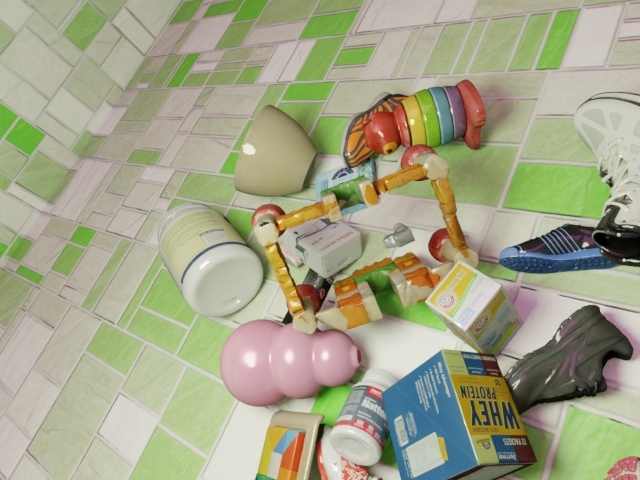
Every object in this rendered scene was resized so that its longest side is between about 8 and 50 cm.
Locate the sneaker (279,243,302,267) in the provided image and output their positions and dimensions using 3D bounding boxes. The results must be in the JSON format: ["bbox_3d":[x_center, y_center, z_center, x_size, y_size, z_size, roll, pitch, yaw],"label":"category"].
[{"bbox_3d":[-0.082,0.029,1.442,0.070,0.051,0.134,-42,39,-16],"label":"sneaker"}]

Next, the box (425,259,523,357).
[{"bbox_3d":[0.313,0.145,0.996,0.114,0.203,0.103,-50,47,-4],"label":"box"}]

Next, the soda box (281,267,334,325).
[{"bbox_3d":[-0.032,0.161,1.316,0.060,0.053,0.168,15,70,39],"label":"soda box"}]

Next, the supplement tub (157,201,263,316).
[{"bbox_3d":[-0.338,0.046,1.471,0.235,0.235,0.325,-45,47,0],"label":"supplement tub"}]

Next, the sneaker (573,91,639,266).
[{"bbox_3d":[0.601,-0.121,0.962,0.258,0.169,0.447,-25,50,-7],"label":"sneaker"}]

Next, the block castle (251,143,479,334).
[{"bbox_3d":[0.097,-0.003,1.122,0.454,0.302,0.213,-22,13,2],"label":"block castle"}]

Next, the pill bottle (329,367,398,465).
[{"bbox_3d":[0.100,0.358,1.029,0.108,0.107,0.180,-5,31,31],"label":"pill bottle"}]

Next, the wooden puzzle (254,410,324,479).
[{"bbox_3d":[-0.088,0.491,1.083,0.221,0.044,0.238,-26,41,56],"label":"wooden puzzle"}]

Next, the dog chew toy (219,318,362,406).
[{"bbox_3d":[-0.066,0.284,1.169,0.332,0.206,0.206,-8,57,20],"label":"dog chew toy"}]

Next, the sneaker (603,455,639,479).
[{"bbox_3d":[0.505,0.479,0.728,0.112,0.120,0.299,1,57,1],"label":"sneaker"}]

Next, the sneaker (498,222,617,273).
[{"bbox_3d":[0.501,0.013,1.049,0.233,0.081,0.090,-3,57,24],"label":"sneaker"}]

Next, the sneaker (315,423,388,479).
[{"bbox_3d":[0.079,0.492,1.011,0.145,0.090,0.270,-18,42,4],"label":"sneaker"}]

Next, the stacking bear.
[{"bbox_3d":[0.253,-0.303,1.284,0.289,0.175,0.164,-14,66,5],"label":"stacking bear"}]

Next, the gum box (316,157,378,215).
[{"bbox_3d":[0.075,-0.152,1.457,0.185,0.041,0.156,-16,53,23],"label":"gum box"}]

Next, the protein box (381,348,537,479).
[{"bbox_3d":[0.239,0.337,0.908,0.201,0.136,0.199,-52,37,41],"label":"protein box"}]

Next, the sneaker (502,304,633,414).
[{"bbox_3d":[0.444,0.249,0.915,0.286,0.109,0.130,-44,55,5],"label":"sneaker"}]

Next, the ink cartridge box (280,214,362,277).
[{"bbox_3d":[0.000,0.000,1.345,0.140,0.082,0.191,-31,42,-27],"label":"ink cartridge box"}]

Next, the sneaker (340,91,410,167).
[{"bbox_3d":[0.195,-0.322,1.404,0.180,0.124,0.321,13,56,37],"label":"sneaker"}]

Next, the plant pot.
[{"bbox_3d":[-0.118,-0.249,1.526,0.191,0.284,0.284,23,72,4],"label":"plant pot"}]
